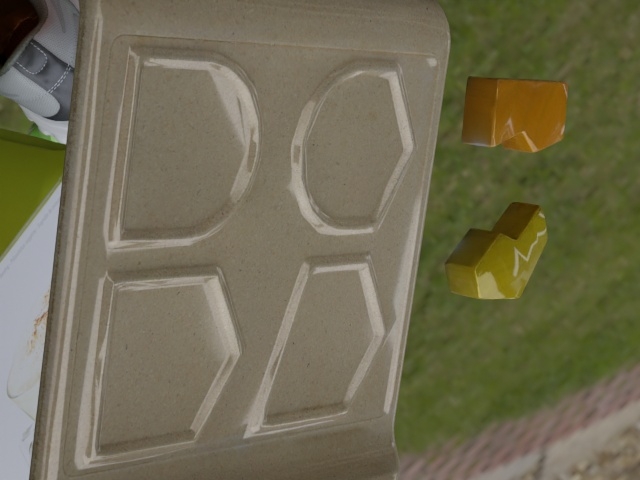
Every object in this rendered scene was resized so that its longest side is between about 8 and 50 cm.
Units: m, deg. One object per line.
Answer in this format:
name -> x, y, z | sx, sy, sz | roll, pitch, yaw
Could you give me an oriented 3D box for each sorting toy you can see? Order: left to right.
sorting toy -> 0.000, 0.000, 0.728 | 0.307, 0.041, 0.229 | -3, 101, -49

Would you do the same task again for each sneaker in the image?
sneaker -> -0.229, -0.173, 1.117 | 0.100, 0.271, 0.108 | -51, 147, 4

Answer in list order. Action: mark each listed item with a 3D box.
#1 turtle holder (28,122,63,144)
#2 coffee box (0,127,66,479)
turtle holder -> -0.164, -0.066, 1.858 | 0.227, 0.320, 0.243 | -41, -174, -29
coffee box -> -0.352, 0.121, 1.230 | 0.337, 0.338, 0.334 | -58, 152, -36
